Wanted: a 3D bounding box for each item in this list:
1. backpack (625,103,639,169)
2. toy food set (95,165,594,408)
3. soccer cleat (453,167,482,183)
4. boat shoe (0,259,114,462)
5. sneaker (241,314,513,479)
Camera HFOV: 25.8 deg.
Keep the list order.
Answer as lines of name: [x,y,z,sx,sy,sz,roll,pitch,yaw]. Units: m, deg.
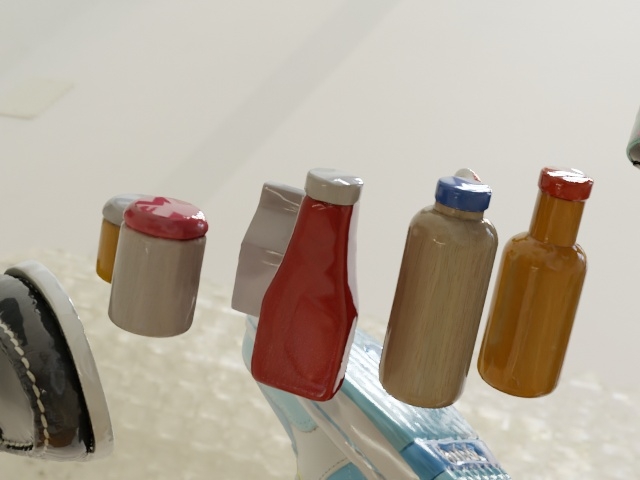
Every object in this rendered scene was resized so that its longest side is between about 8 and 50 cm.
backpack: [0.361,-0.108,1.213,0.188,0.166,0.144,127,159,-69]
toy food set: [0.000,0.000,0.630,0.111,0.232,0.104,-34,-42,-66]
soccer cleat: [0.122,-0.033,1.178,0.035,0.029,0.083,36,-143,-39]
boat shoe: [-0.198,0.067,0.759,0.091,0.302,0.114,-16,-81,-26]
sneaker: [0.014,0.190,0.767,0.208,0.319,0.127,-51,-34,14]
